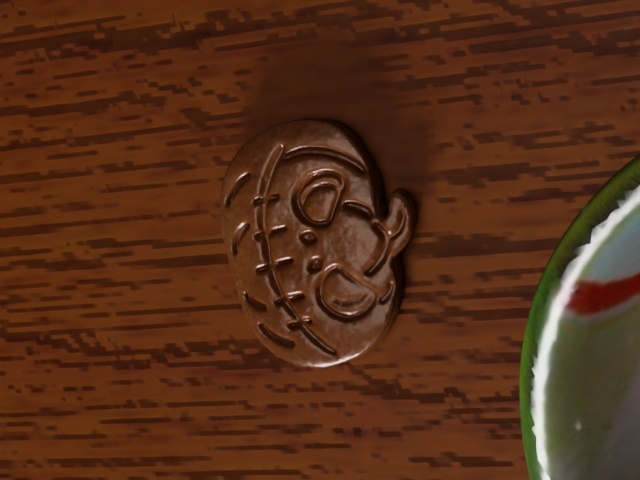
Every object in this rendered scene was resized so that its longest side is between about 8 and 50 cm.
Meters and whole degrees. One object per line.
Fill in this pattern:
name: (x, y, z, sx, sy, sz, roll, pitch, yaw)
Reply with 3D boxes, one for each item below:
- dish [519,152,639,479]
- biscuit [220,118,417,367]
dish: (0.217, 0.070, 0.462, 0.324, 0.124, 0.324, 29, 141, 27)
biscuit: (0.000, 0.000, 0.662, 0.078, 0.015, 0.091, -18, 87, 29)
